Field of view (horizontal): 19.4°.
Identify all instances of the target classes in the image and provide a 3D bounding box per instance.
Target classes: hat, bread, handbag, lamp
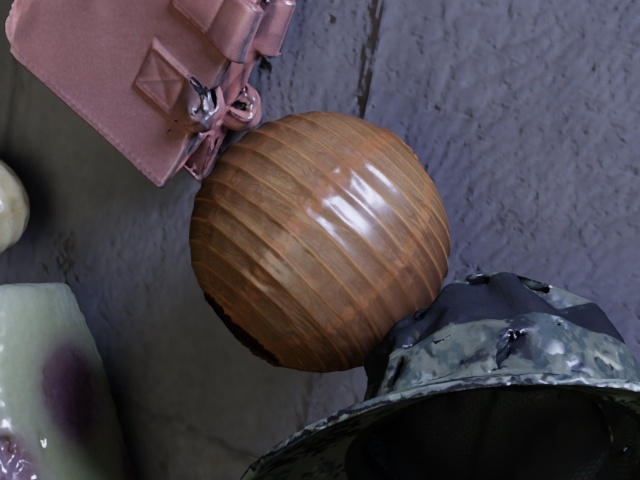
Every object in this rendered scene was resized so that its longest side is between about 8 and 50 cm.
[{"bbox_3d":[0.086,0.090,0.887,0.265,0.265,0.128,-37,40,32],"label":"hat"},{"bbox_3d":[-0.197,0.199,1.094,0.187,0.155,0.338,-15,88,31],"label":"bread"},{"bbox_3d":[-0.075,-0.153,1.019,0.157,0.059,0.212,41,119,24],"label":"handbag"},{"bbox_3d":[0.000,0.000,0.942,0.136,0.136,0.136,5,100,34],"label":"lamp"}]

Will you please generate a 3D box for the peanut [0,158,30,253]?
[{"bbox_3d":[-0.251,-0.046,1.146,0.187,0.082,0.082,39,116,24],"label":"peanut"}]
